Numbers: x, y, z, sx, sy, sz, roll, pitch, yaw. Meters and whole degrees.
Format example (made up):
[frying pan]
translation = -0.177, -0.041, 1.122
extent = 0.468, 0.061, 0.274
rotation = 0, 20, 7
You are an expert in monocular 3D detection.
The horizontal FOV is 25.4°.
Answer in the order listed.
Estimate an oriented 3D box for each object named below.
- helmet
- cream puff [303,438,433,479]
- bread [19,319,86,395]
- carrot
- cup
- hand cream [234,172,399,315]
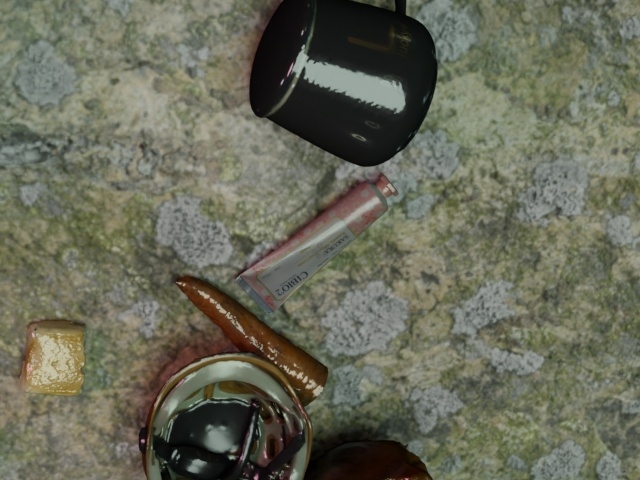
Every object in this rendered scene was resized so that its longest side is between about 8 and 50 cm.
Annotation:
[helmet]
translation = -0.117, 0.229, 1.624
extent = 0.198, 0.130, 0.224
rotation = -6, 96, -20
[cream puff]
translation = 0.048, 0.328, 1.657
extent = 0.241, 0.269, 0.155
rotation = -15, 104, 19
[bread]
translation = -0.295, 0.131, 1.577
extent = 0.070, 0.035, 0.083
rotation = 2, 100, -22
[carrot]
translation = -0.082, 0.106, 1.644
extent = 0.224, 0.057, 0.057
rotation = 42, 90, -22
[cup]
translation = 0.025, -0.200, 1.529
extent = 0.176, 0.169, 0.223
rotation = 17, 67, -17
[hand cream]
translation = 0.000, 0.000, 1.640
extent = 0.209, 0.043, 0.067
rotation = -41, 121, 3
